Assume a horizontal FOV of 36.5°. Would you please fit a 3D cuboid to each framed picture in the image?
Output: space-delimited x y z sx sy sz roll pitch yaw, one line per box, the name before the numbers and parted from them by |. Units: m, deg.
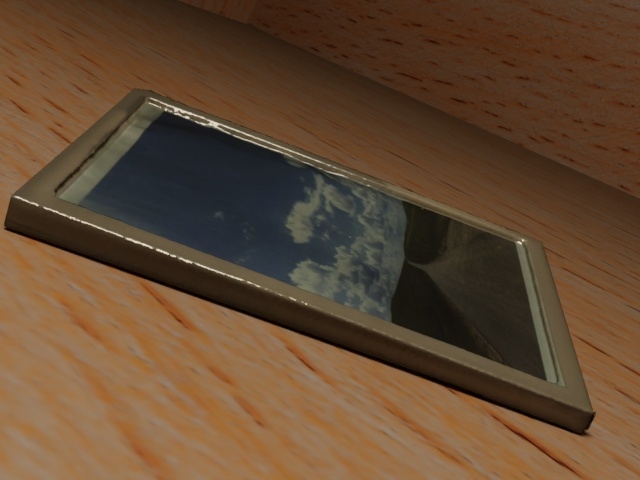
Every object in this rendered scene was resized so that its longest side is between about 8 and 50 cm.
framed picture | 0.000 0.000 0.480 0.259 0.023 0.189 21 23 -3
